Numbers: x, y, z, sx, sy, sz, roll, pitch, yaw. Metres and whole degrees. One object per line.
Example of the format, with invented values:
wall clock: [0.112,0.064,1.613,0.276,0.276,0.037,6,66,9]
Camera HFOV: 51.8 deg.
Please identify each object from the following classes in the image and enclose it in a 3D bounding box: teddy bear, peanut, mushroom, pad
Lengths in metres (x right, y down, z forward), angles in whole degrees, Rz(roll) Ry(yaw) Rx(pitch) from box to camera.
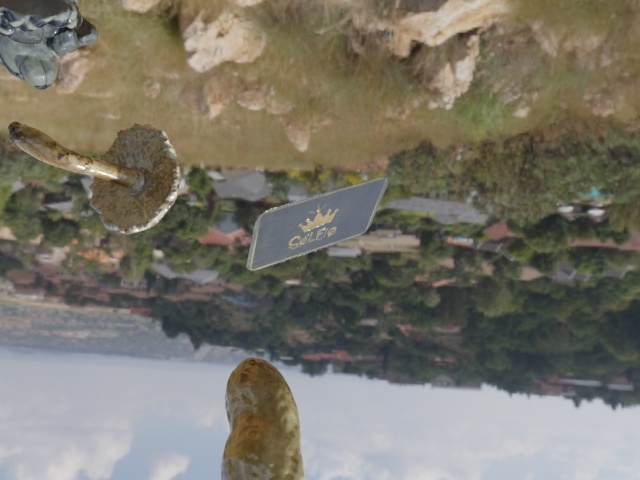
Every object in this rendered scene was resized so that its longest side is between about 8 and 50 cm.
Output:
teddy bear: [-0.437,-0.327,1.041,0.171,0.144,0.251,-20,168,-18]
peanut: [-0.131,0.440,1.423,0.170,0.387,0.192,-27,145,29]
mushroom: [-0.443,-0.117,1.331,0.302,0.233,0.208,-15,139,-38]
pad: [0.000,0.000,1.654,0.375,0.063,0.315,-18,151,-25]
